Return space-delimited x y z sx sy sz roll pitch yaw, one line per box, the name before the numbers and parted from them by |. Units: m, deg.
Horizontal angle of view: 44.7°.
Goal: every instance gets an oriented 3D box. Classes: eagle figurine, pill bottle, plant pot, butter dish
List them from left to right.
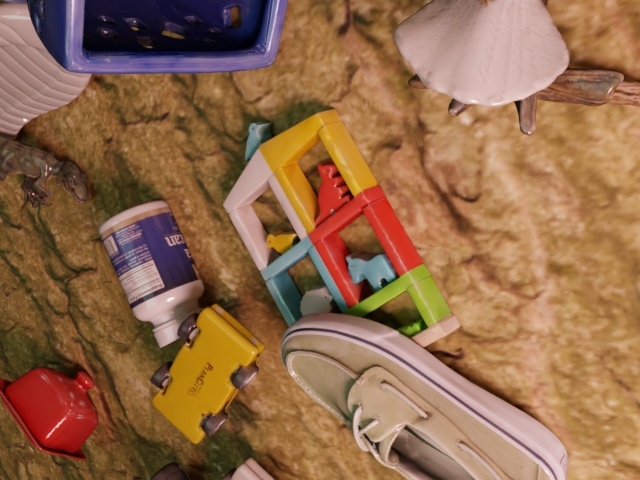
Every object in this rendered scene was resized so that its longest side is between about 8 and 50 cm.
butter dish | -0.414 0.257 1.243 0.160 0.118 0.160 46 172 22
plant pot | -0.174 -0.303 0.737 0.212 0.236 0.236 36 125 37
pill bottle | -0.203 0.043 0.976 0.094 0.094 0.169 -27 86 45
eagle figurine | 0.128 -0.236 0.506 0.225 0.226 0.298 41 137 51

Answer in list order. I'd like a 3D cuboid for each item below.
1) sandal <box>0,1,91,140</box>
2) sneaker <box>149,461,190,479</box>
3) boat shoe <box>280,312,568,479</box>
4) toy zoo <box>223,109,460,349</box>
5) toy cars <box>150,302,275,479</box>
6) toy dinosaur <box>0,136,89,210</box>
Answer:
sandal | -0.445 -0.243 1.089 0.416 0.169 0.102 -18 52 45
sneaker | -0.176 0.423 1.105 0.132 0.086 0.229 24 130 30
boat shoe | 0.077 0.161 0.724 0.302 0.094 0.109 23 128 26
toy zoo | 0.000 0.000 0.815 0.192 0.030 0.293 -36 79 44
toy cars | -0.107 0.249 0.970 0.176 0.087 0.394 1 110 31
toy dinosaur | -0.455 -0.107 1.147 0.268 0.064 0.118 25 131 1
